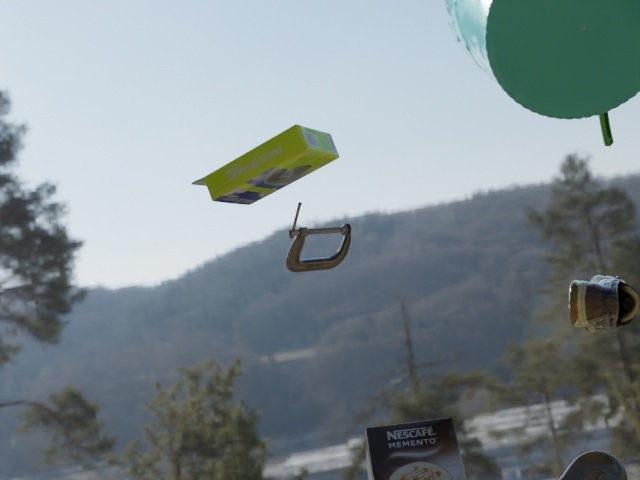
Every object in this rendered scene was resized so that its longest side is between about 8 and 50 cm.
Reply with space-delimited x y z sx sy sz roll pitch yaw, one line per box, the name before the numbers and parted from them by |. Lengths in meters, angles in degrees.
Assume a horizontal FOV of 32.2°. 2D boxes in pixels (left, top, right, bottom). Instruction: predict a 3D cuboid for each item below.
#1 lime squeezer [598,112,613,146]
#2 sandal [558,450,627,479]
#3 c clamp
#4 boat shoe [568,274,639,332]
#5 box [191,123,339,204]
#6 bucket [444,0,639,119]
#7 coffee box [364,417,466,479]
lime squeezer | 0.431 -0.270 1.584 0.110 0.059 0.310 24 -40 5
sandal | 0.264 0.297 1.161 0.090 0.060 0.219 20 49 29
c clamp | 0.000 0.000 1.953 0.161 0.137 0.022 2 28 -44
boat shoe | 0.391 0.087 1.493 0.073 0.080 0.223 3 -2 27
box | -0.075 -0.097 1.519 0.178 0.042 0.109 -27 -13 22
bucket | 0.307 -0.297 1.408 0.281 0.281 0.183 -10 28 -2
coffee box | 0.146 0.390 1.619 0.141 0.246 0.098 -7 -48 -2
